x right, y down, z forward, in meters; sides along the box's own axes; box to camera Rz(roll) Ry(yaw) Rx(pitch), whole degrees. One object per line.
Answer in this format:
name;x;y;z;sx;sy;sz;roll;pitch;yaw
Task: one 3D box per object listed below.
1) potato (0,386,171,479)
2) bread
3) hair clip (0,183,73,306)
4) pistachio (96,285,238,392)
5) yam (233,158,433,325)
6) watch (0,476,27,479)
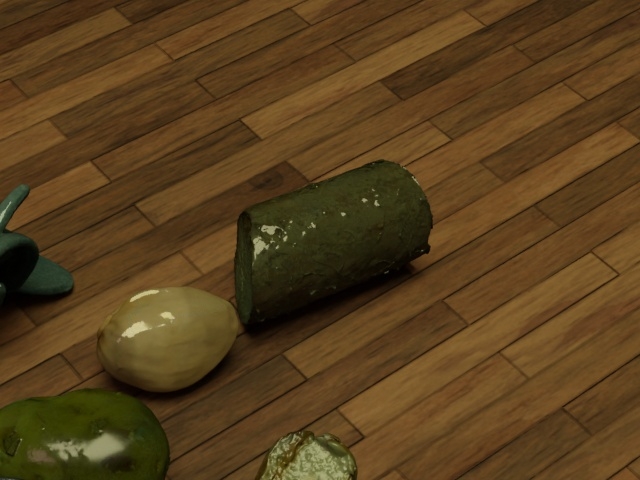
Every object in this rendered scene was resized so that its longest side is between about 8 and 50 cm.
potato;-0.314;0.274;1.944;0.253;0.148;0.186;11;30;20
bread;-0.036;0.349;1.922;0.128;0.088;0.232;20;56;10
hair clip;-0.543;0.017;2.120;0.318;0.238;0.392;24;49;16
pistachio;-0.213;0.137;2.106;0.201;0.117;0.145;-10;85;-21
yam;0.000;0.000;2.207;0.304;0.168;0.168;-20;50;-22
watch;-0.374;0.377;1.826;0.193;0.068;0.206;-39;78;-3
